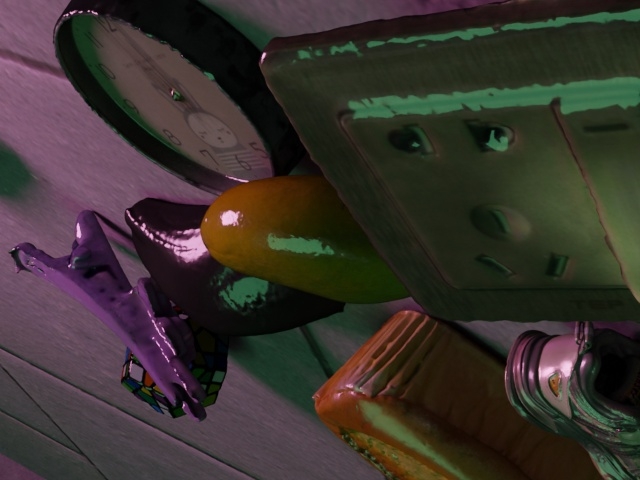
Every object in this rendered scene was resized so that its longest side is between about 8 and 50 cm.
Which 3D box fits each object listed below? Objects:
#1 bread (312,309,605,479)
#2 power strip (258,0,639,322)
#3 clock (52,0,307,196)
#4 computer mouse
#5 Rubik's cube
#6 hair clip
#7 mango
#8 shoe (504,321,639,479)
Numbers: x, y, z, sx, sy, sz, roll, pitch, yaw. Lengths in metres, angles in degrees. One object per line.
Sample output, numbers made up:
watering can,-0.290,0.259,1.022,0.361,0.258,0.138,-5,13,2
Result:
bread,0.140,0.184,1.171,0.288,0.119,0.152,36,162,-3
power strip,0.130,-0.048,0.744,0.251,0.092,0.257,5,143,37
clock,-0.110,-0.112,1.016,0.215,0.042,0.215,30,158,14
computer mouse,-0.097,0.033,1.250,0.264,0.088,0.147,11,146,50
Rubik's cube,-0.165,0.135,1.507,0.112,0.133,0.133,11,161,-11
hair clip,-0.202,0.068,1.396,0.278,0.090,0.137,39,150,17
mango,0.002,-0.001,0.976,0.191,0.085,0.122,4,169,5
shoe,0.227,0.117,0.965,0.180,0.089,0.092,36,146,-8
